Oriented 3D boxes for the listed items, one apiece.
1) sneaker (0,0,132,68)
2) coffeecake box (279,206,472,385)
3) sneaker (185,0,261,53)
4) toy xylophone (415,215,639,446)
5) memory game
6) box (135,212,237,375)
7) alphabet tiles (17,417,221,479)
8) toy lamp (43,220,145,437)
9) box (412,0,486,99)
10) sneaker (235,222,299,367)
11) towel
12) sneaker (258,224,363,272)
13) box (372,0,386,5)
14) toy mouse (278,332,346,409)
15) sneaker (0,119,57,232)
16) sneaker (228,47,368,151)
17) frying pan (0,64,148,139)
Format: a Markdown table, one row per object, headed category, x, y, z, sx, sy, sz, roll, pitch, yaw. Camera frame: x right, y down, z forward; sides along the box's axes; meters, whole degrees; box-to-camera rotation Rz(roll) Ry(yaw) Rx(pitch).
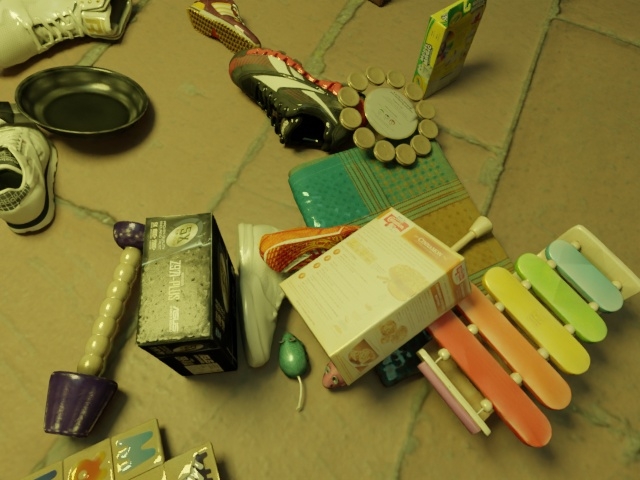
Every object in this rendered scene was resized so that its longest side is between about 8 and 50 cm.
| category | x | y | z | sx | sy | sz | roll | pitch | yaw |
| --- | --- | --- | --- | --- | --- | --- | --- | --- | --- |
| sneaker | -0.484 | -0.415 | 0.800 | 0.169 | 0.108 | 0.293 | 21 | 62 | 10 |
| coffeecake box | 0.064 | 0.059 | 0.529 | 0.185 | 0.068 | 0.142 | -34 | 39 | -8 |
| sneaker | -0.178 | -0.437 | 0.850 | 0.185 | 0.069 | 0.084 | 35 | 71 | 13 |
| toy xylophone | 0.244 | 0.091 | 0.563 | 0.322 | 0.081 | 0.236 | -41 | 73 | -20 |
| memory game | 0.114 | -0.210 | 0.708 | 0.186 | 0.012 | 0.186 | 6 | 71 | -17 |
| box | -0.153 | 0.075 | 0.526 | 0.077 | 0.180 | 0.147 | -5 | 62 | -5 |
| alphabet tiles | -0.250 | 0.360 | 0.423 | 0.342 | 0.011 | 0.285 | -22 | 53 | -9 |
| toy lamp | -0.281 | 0.107 | 0.560 | 0.080 | 0.080 | 0.275 | 7 | 64 | 0 |
| box | 0.228 | -0.353 | 0.770 | 0.105 | 0.179 | 0.043 | -35 | 70 | -19 |
| sneaker | -0.069 | 0.067 | 0.600 | 0.094 | 0.080 | 0.212 | 2 | 61 | -16 |
| towel | 0.133 | 0.000 | 0.665 | 0.271 | 0.040 | 0.370 | -20 | 68 | -12 |
| sneaker | 0.000 | 0.000 | 0.595 | 0.175 | 0.064 | 0.067 | -2 | 28 | -23 |
| box | 0.052 | -0.718 | 0.971 | 0.381 | 0.143 | 0.191 | 38 | 67 | 13 |
| toy mouse | -0.004 | 0.153 | 0.567 | 0.161 | 0.031 | 0.143 | 21 | 67 | 20 |
| sneaker | -0.473 | -0.128 | 0.661 | 0.090 | 0.095 | 0.235 | -22 | 64 | -12 |
| sneaker | -0.058 | -0.240 | 0.740 | 0.276 | 0.098 | 0.135 | 29 | 63 | 10 |
| frying pan | -0.431 | -0.198 | 0.679 | 0.197 | 0.053 | 0.326 | 34 | 48 | 12 |
